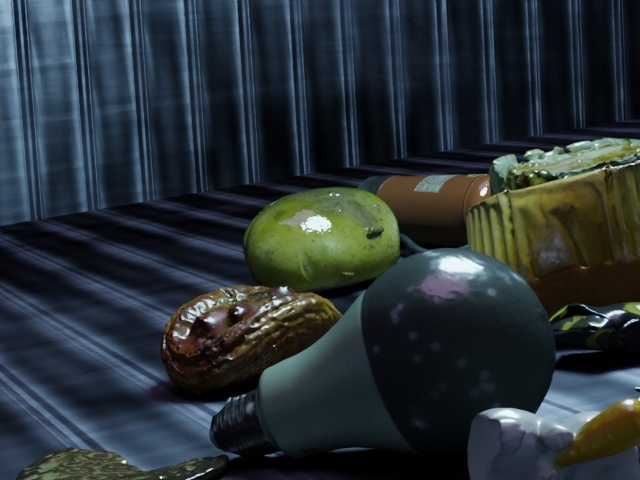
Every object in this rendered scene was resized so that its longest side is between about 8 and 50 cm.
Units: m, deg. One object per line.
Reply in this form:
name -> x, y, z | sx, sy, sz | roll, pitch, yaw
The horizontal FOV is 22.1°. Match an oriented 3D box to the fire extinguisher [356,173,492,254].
fire extinguisher -> 0.195, -0.022, 2.545 | 0.376, 0.113, 0.200 | 1, 53, 49

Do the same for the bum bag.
bum bag -> 0.348, 0.087, 1.712 | 0.232, 0.060, 0.107 | -5, -1, -6

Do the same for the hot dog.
hot dog -> -0.079, 0.105, 1.832 | 0.160, 0.099, 0.227 | -2, 13, 36

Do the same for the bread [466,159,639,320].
bread -> 0.309, 0.018, 1.836 | 0.288, 0.156, 0.204 | -12, -13, 16

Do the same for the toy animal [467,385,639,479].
toy animal -> 0.207, 0.148, 1.235 | 0.181, 0.131, 0.127 | 1, 28, -12

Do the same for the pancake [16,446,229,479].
pancake -> -0.185, 0.207, 1.479 | 0.184, 0.020, 0.190 | -11, 10, -21

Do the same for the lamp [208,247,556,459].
lamp -> 0.064, 0.126, 1.460 | 0.314, 0.182, 0.182 | -31, -6, 33

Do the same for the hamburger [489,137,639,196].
hamburger -> 0.363, -0.039, 2.174 | 0.288, 0.192, 0.167 | -10, 23, -13

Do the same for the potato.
potato -> 0.002, 0.000, 2.316 | 0.228, 0.148, 0.197 | -6, 22, -12
